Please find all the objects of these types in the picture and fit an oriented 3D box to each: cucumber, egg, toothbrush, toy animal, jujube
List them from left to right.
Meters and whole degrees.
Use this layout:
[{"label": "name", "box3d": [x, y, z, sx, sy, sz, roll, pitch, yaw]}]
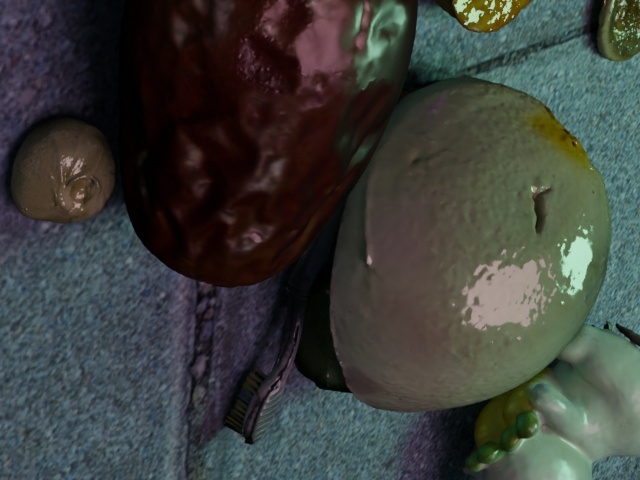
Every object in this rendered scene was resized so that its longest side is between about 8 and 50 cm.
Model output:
[{"label": "jujube", "box3d": [-0.048, -0.119, 1.165, 0.223, 0.223, 0.318, -19, 138, -41]}, {"label": "toothbrush", "box3d": [0.000, 0.000, 1.449, 0.035, 0.042, 0.413, 2, 114, -57]}, {"label": "cucumber", "box3d": [0.027, 0.086, 1.523, 0.115, 0.062, 0.116, 11, 90, -55]}, {"label": "egg", "box3d": [0.157, 0.020, 1.456, 0.337, 0.201, 0.337, -28, 125, -51]}, {"label": "toy animal", "box3d": [0.279, 0.248, 1.830, 0.247, 0.183, 0.310, 37, 83, -21]}]

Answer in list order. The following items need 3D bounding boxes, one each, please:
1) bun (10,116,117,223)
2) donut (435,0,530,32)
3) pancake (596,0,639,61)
[{"label": "bun", "box3d": [-0.185, -0.048, 1.175, 0.086, 0.055, 0.086, -29, 135, -33]}, {"label": "donut", "box3d": [0.153, -0.262, 1.409, 0.152, 0.058, 0.152, -30, 137, -32]}, {"label": "pancake", "box3d": [0.331, -0.251, 1.658, 0.139, 0.022, 0.139, -31, 137, -33]}]
